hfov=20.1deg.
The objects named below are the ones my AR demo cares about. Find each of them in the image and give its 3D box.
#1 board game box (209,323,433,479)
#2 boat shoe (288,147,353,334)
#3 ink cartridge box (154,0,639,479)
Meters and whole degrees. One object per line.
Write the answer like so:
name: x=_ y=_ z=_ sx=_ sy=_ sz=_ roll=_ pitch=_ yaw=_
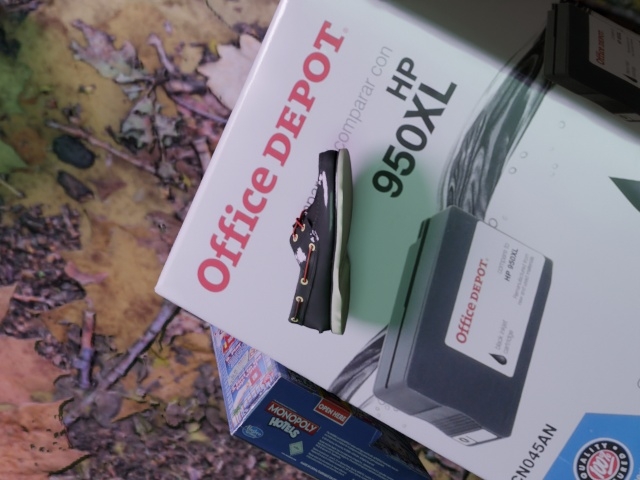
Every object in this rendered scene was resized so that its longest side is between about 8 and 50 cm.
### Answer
board game box: x=-0.005 y=0.111 z=1.368 sx=0.194 sy=0.194 sz=0.060 roll=32 pitch=104 yaw=-32
boat shoe: x=0.000 y=0.001 z=1.155 sx=0.042 sy=0.049 sz=0.133 roll=9 pitch=122 yaw=8
ink cartridge box: x=0.124 y=-0.008 z=1.232 sx=0.395 sy=0.166 sz=0.285 roll=29 pitch=121 yaw=5
